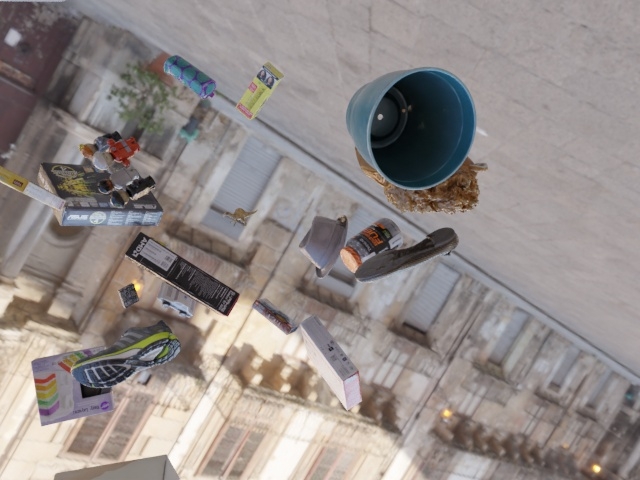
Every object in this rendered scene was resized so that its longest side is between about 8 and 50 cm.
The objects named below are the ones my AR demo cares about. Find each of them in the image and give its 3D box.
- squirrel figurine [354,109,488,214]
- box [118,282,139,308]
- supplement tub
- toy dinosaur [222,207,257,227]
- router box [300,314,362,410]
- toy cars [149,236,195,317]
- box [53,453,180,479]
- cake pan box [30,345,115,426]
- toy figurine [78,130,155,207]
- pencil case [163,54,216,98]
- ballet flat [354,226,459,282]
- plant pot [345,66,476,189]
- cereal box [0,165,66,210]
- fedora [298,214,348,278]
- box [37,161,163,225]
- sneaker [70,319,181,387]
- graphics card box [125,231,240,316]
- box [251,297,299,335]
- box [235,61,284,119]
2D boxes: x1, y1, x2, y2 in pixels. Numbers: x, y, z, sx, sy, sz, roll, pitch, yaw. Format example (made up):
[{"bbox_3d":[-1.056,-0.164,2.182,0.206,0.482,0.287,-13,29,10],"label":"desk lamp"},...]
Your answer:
[{"bbox_3d":[0.361,-0.214,1.820,0.371,0.281,0.396,18,-136,-32],"label":"squirrel figurine"},{"bbox_3d":[-0.775,0.224,2.276,0.018,0.083,0.067,17,-143,38],"label":"box"},{"bbox_3d":[0.164,0.018,1.819,0.117,0.190,0.117,43,154,27],"label":"supplement tub"},{"bbox_3d":[-0.377,-0.112,2.719,0.183,0.092,0.053,-6,180,-26],"label":"toy dinosaur"},{"bbox_3d":[0.046,0.531,2.449,0.335,0.082,0.301,49,160,34],"label":"router box"},{"bbox_3d":[-0.619,0.147,2.333,0.176,0.087,0.393,-34,-77,-58],"label":"toy cars"},{"bbox_3d":[-0.551,0.690,1.516,0.311,0.147,0.121,-9,-142,-1],"label":"box"},{"bbox_3d":[-0.904,0.533,2.077,0.267,0.245,0.070,-9,178,-13],"label":"cake pan box"},{"bbox_3d":[-0.647,-0.226,1.775,0.210,0.148,0.213,27,142,42],"label":"toy figurine"},{"bbox_3d":[-0.372,-0.468,1.611,0.152,0.064,0.070,37,167,11],"label":"pencil case"},{"bbox_3d":[0.198,0.045,1.281,0.084,0.250,0.058,-111,-4,-57],"label":"ballet flat"},{"bbox_3d":[0.188,-0.286,1.358,0.272,0.271,0.255,29,-172,-27],"label":"plant pot"},{"bbox_3d":[-0.976,-0.179,1.856,0.173,0.047,0.240,25,171,7],"label":"cereal box"},{"bbox_3d":[0.000,0.000,2.094,0.124,0.243,0.275,26,-150,-10],"label":"fedora"},{"bbox_3d":[-0.876,-0.181,2.245,0.395,0.097,0.318,-1,-140,-44],"label":"box"},{"bbox_3d":[-0.557,0.322,1.610,0.300,0.111,0.121,-17,-145,-17],"label":"sneaker"},{"bbox_3d":[-0.452,0.114,1.828,0.371,0.094,0.233,33,167,-13],"label":"graphics card box"},{"bbox_3d":[-0.132,0.223,1.659,0.137,0.027,0.094,37,-175,12],"label":"box"},{"bbox_3d":[-0.248,-0.604,2.280,0.087,0.232,0.058,42,-144,-4],"label":"box"}]
